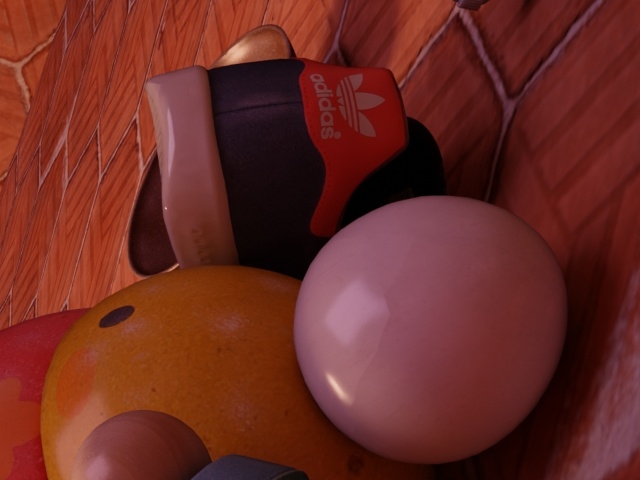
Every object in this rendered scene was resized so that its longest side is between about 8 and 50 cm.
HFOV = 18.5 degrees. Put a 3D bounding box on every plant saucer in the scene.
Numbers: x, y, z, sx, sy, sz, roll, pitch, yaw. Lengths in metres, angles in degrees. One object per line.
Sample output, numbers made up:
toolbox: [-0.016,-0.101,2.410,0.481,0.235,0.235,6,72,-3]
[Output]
plant saucer: [-0.066,-0.055,1.360,0.198,0.036,0.198,-46,28,33]

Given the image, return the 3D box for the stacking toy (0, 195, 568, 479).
stacking toy: [-0.062,0.121,0.976,0.480,0.351,0.350,-41,32,34]

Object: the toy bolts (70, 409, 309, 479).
toy bolts: [-0.085,0.180,0.781,0.228,0.158,0.218,-55,-21,2]

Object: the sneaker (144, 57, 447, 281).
sneaker: [0.000,0.000,1.117,0.350,0.148,0.131,79,-179,-72]

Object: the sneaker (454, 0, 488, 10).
sneaker: [0.072,-0.243,1.096,0.281,0.105,0.115,-92,24,-47]
